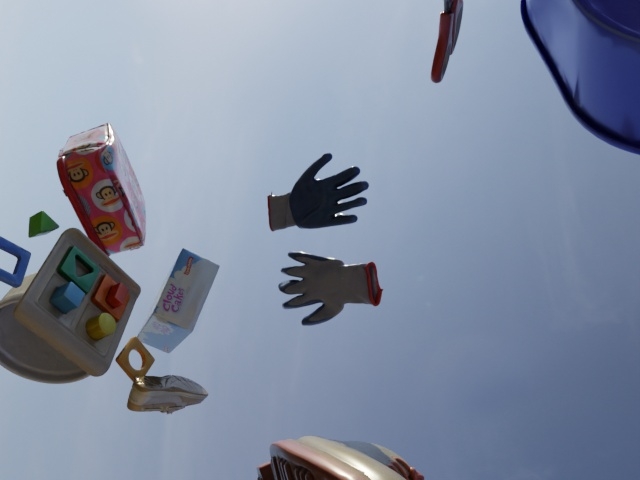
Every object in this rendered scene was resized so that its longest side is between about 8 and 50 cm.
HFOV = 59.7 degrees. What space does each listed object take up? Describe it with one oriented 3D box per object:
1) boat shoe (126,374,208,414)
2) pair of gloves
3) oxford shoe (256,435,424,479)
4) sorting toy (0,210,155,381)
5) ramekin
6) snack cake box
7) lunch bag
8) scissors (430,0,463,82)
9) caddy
[{"bbox_3d":[-0.275,0.280,1.000,0.063,0.170,0.059,31,-87,38],"label":"boat shoe"},{"bbox_3d":[0.000,0.000,0.658,0.159,0.023,0.198,-10,-96,40],"label":"pair of gloves"},{"bbox_3d":[0.031,0.204,0.452,0.348,0.130,0.123,127,-54,-68],"label":"oxford shoe"},{"bbox_3d":[-0.378,0.096,0.918,0.047,0.348,0.196,-21,-144,23],"label":"sorting toy"},{"bbox_3d":[-0.479,0.149,1.009,0.207,0.207,0.109,-54,-158,28],"label":"ramekin"},{"bbox_3d":[-0.314,0.139,1.210,0.264,0.089,0.152,-40,-154,58],"label":"snack cake box"},{"bbox_3d":[-0.446,-0.097,1.190,0.293,0.120,0.258,-124,-166,-62],"label":"lunch bag"},{"bbox_3d":[0.163,-0.310,0.704,0.021,0.297,0.109,20,-102,15],"label":"scissors"},{"bbox_3d":[0.325,-0.233,0.514,0.241,0.179,0.341,-21,-122,16],"label":"caddy"}]
